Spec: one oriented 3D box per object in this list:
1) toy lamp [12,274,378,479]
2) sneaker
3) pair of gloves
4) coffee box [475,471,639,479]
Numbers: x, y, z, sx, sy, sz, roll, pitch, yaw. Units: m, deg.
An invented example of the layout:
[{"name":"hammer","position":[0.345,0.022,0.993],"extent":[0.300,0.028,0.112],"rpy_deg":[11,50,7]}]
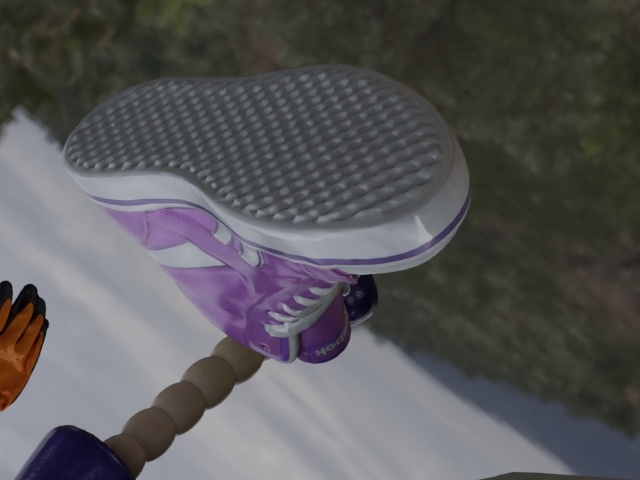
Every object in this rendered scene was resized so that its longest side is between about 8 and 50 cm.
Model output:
[{"name":"toy lamp","position":[-0.076,0.092,1.035],"extent":[0.080,0.275,0.080],"rpy_deg":[30,143,26]},{"name":"sneaker","position":[0.000,-0.001,0.898],"extent":[0.282,0.102,0.161],"rpy_deg":[14,145,55]},{"name":"pair of gloves","position":[-0.159,0.039,0.759],"extent":[0.083,0.074,0.010],"rpy_deg":[31,162,-17]},{"name":"coffee box","position":[0.079,0.320,1.006],"extent":[0.338,0.338,0.334],"rpy_deg":[-4,178,-30]}]
